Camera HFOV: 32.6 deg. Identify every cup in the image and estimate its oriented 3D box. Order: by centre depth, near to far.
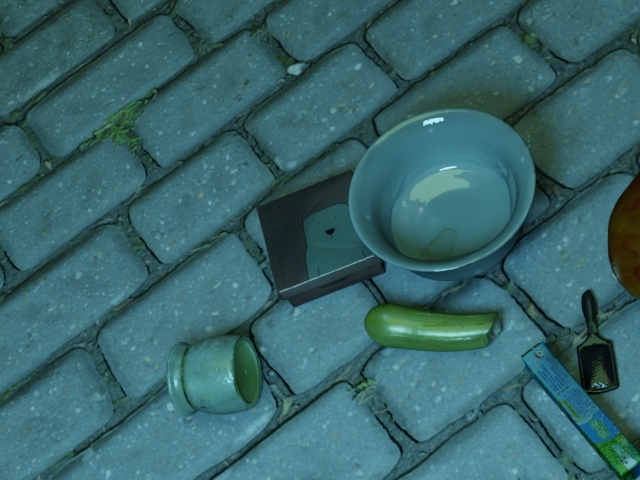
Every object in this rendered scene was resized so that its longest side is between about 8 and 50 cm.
[{"bbox_3d":[0.238,-0.061,2.046,0.347,0.163,0.347,-9,59,15],"label":"cup"}]

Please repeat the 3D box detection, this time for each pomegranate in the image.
[{"bbox_3d":[0.601,-0.015,1.853,0.228,0.270,0.252,8,95,-3],"label":"pomegranate"}]

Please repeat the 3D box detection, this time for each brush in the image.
[{"bbox_3d":[0.475,0.174,1.909,0.062,0.016,0.194,-9,59,14],"label":"brush"}]

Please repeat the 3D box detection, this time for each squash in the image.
[{"bbox_3d":[0.199,0.159,1.985,0.250,0.083,0.083,2,62,19],"label":"squash"}]

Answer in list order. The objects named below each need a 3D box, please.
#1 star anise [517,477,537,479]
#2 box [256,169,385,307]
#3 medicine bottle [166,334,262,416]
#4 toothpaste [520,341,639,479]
[{"bbox_3d":[0.353,0.435,1.778,0.129,0.056,0.124,-31,55,1],"label":"star anise"},{"bbox_3d":[0.000,0.000,2.146,0.215,0.086,0.215,-22,56,8],"label":"box"},{"bbox_3d":[-0.198,0.252,2.036,0.143,0.147,0.147,-10,58,18],"label":"medicine bottle"},{"bbox_3d":[0.437,0.285,1.830,0.050,0.065,0.267,-36,56,-3],"label":"toothpaste"}]
